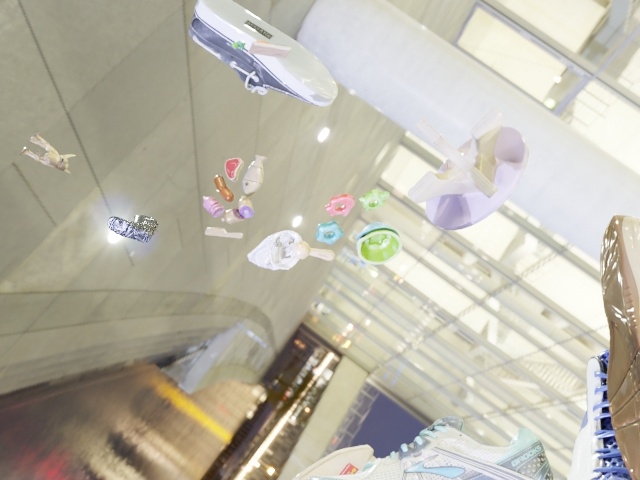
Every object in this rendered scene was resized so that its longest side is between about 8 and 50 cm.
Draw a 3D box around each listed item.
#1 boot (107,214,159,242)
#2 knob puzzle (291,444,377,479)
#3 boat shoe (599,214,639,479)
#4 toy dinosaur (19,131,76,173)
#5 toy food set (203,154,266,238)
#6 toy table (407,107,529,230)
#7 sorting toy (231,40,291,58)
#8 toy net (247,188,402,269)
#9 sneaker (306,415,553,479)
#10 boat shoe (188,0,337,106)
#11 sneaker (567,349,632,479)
[{"bbox_3d":[-0.475,-0.041,1.672,0.099,0.121,0.045,-94,-151,-66],"label":"boot"},{"bbox_3d":[0.008,0.376,0.962,0.213,0.030,0.213,-18,122,-32],"label":"knob puzzle"},{"bbox_3d":[0.405,0.122,0.752,0.123,0.123,0.341,83,13,-55],"label":"boat shoe"},{"bbox_3d":[-0.513,-0.157,1.240,0.053,0.093,0.183,-52,-157,-2],"label":"toy dinosaur"},{"bbox_3d":[-0.123,-0.065,0.897,0.019,0.078,0.122,51,47,-66],"label":"toy food set"},{"bbox_3d":[0.317,-0.155,1.428,0.161,0.252,0.274,26,101,-51],"label":"toy table"},{"bbox_3d":[-0.088,-0.285,0.962,0.062,0.083,0.012,-164,-99,-77],"label":"sorting toy"},{"bbox_3d":[0.000,0.000,0.974,0.122,0.232,0.045,70,7,-45],"label":"toy net"},{"bbox_3d":[0.121,0.266,0.739,0.110,0.283,0.122,90,0,-62],"label":"sneaker"},{"bbox_3d":[-0.113,-0.331,1.221,0.105,0.306,0.113,-54,-173,41],"label":"boat shoe"},{"bbox_3d":[0.390,0.249,0.860,0.315,0.128,0.182,-32,122,-60],"label":"sneaker"}]
